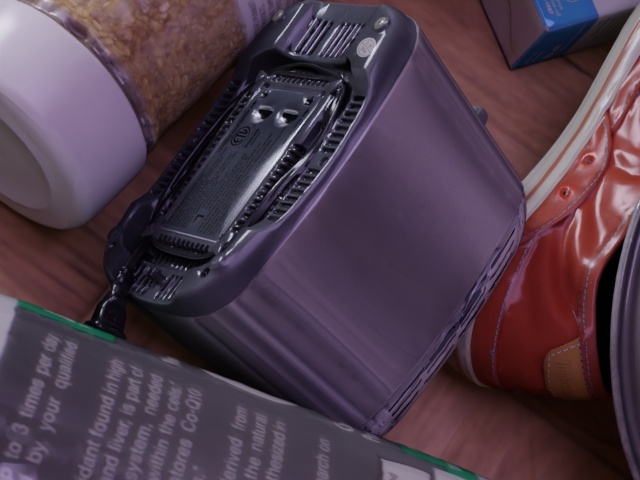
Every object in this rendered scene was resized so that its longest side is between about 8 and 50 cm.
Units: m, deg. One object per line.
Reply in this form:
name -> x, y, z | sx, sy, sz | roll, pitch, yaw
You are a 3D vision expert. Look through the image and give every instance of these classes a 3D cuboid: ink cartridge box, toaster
ink cartridge box -> 0.180, -0.178, 1.156 | 0.180, 0.060, 0.104 | -17, 76, -22
toaster -> 0.000, 0.000, 0.975 | 0.146, 0.129, 0.227 | 45, 71, -31

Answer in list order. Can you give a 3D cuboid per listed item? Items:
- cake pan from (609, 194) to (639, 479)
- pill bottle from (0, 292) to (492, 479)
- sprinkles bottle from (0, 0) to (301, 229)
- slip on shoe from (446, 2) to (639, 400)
cake pan -> 0.274, 0.048, 1.033 | 0.293, 0.054, 0.293 | -3, 95, -37
pill bottle -> -0.110, 0.144, 0.871 | 0.361, 0.204, 0.204 | 22, 66, -10
sprinkles bottle -> -0.057, -0.163, 1.045 | 0.121, 0.121, 0.355 | 42, 64, 1
slip on shoe -> 0.193, -0.043, 1.068 | 0.101, 0.123, 0.331 | 23, 65, 33
